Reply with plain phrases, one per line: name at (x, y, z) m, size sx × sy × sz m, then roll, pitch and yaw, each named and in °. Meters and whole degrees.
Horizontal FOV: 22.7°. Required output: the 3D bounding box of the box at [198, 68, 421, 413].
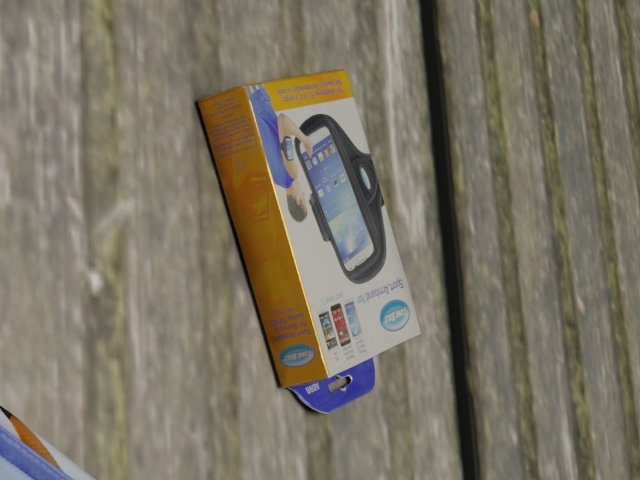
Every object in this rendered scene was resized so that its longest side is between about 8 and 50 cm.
box at (0.000, 0.000, 0.658) m, size 0.081 × 0.028 × 0.136 m, roll -19°, pitch 91°, yaw -57°

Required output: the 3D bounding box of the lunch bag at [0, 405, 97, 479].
lunch bag at (-0.079, 0.160, 0.333) m, size 0.303 × 0.115 × 0.243 m, roll 47°, pitch 38°, yaw -34°
